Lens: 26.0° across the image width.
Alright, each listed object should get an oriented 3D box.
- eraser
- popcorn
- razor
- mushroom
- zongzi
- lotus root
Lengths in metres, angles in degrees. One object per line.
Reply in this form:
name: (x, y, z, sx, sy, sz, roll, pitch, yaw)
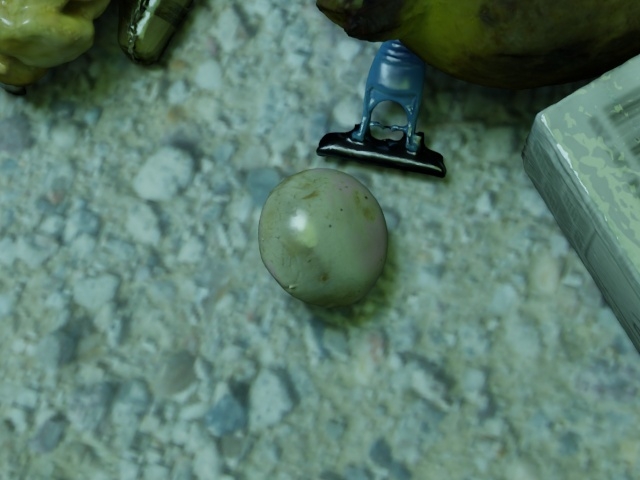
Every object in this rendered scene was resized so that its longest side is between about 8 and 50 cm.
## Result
eraser: (0.257, 0.088, 0.755, 0.098, 0.096, 0.404, -29, 75, -5)
popcorn: (-0.181, -0.200, 0.838, 0.163, 0.140, 0.194, -25, 65, 29)
razor: (0.066, -0.166, 0.870, 0.082, 0.042, 0.253, 12, 75, 9)
mushroom: (0.000, 0.000, 0.815, 0.083, 0.067, 0.084, 18, 59, -33)
zongzi: (-0.122, -0.159, 0.888, 0.083, 0.040, 0.076, 29, 85, 24)
lotus root: (0.133, -0.172, 0.799, 0.314, 0.141, 0.169, -19, 63, -20)
